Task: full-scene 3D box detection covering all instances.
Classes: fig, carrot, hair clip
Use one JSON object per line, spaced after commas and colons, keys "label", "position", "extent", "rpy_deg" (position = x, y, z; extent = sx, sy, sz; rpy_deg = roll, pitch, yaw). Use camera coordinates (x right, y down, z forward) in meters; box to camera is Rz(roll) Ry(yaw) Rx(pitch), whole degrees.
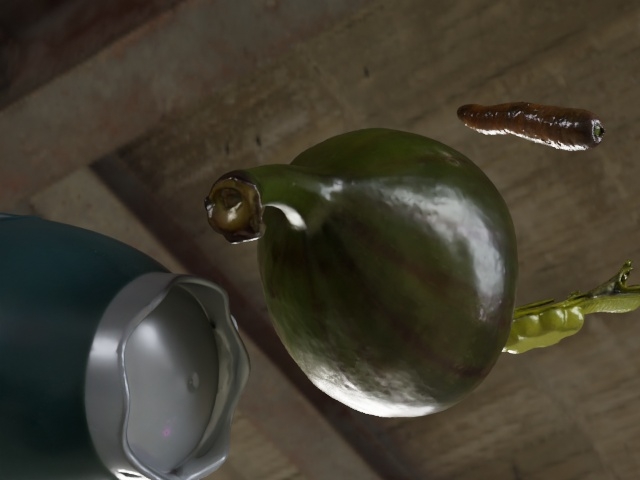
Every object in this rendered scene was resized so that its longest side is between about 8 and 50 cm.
{"label": "fig", "position": [0.000, 0.000, 0.640], "extent": [0.151, 0.151, 0.259], "rpy_deg": [-34, -33, 22]}
{"label": "carrot", "position": [0.172, -0.101, 1.081], "extent": [0.036, 0.165, 0.035], "rpy_deg": [-12, -71, -37]}
{"label": "hair clip", "position": [0.250, 0.076, 1.316], "extent": [0.173, 0.046, 0.072], "rpy_deg": [-19, -24, -16]}

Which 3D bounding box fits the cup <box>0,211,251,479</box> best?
{"label": "cup", "position": [-0.137, 0.067, 0.677], "extent": [0.173, 0.300, 0.167], "rpy_deg": [1, -85, 30]}
